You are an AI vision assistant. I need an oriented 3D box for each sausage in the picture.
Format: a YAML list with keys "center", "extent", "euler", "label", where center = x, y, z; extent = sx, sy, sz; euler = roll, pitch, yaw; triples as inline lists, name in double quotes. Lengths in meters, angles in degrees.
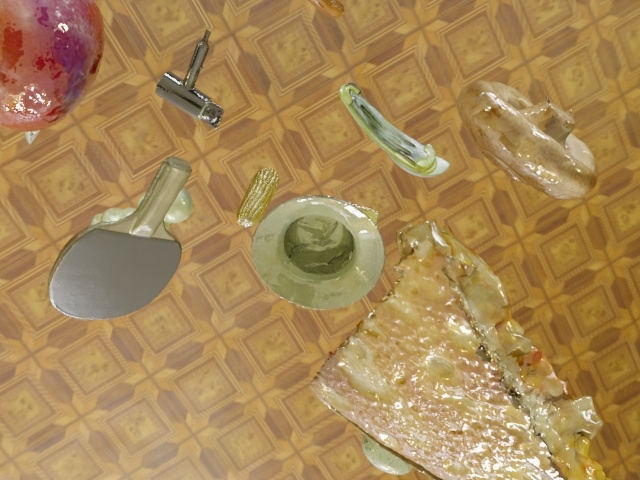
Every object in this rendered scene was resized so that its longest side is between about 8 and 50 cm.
- center: [0.007, -0.679, 1.584]
  extent: [0.183, 0.062, 0.054]
  euler: [6, 113, -51]
  label: "sausage"

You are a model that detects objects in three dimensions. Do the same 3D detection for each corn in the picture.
- center: [-0.178, -0.122, 1.592]
  extent: [0.080, 0.231, 0.080]
  euler: [10, 137, 10]
  label: "corn"

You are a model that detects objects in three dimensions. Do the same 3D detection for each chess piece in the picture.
- center: [-0.454, -0.061, 1.470]
  extent: [0.251, 0.144, 0.145]
  euler: [-27, 105, 7]
  label: "chess piece"

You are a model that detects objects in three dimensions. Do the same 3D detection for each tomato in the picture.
- center: [-0.503, -0.338, 1.044]
  extent: [0.176, 0.290, 0.335]
  euler: [40, 120, 0]
  label: "tomato"

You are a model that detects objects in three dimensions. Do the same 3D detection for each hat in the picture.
- center: [0.000, 0.000, 1.107]
  extent: [0.256, 0.130, 0.258]
  euler: [2, 120, 3]
  label: "hat"

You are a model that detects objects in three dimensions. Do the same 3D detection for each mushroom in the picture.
- center: [0.357, -0.177, 0.963]
  extent: [0.278, 0.278, 0.146]
  euler: [31, 122, -14]
  label: "mushroom"

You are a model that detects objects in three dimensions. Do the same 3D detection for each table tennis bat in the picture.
- center: [-0.213, 0.008, 0.628]
  extent: [0.138, 0.022, 0.247]
  euler: [10, 127, -43]
  label: "table tennis bat"

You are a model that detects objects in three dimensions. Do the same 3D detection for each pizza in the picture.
- center: [0.164, 0.145, 0.634]
  extent: [0.130, 0.439, 0.407]
  euler: [-40, 136, -38]
  label: "pizza"

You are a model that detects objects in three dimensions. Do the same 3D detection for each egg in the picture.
- center: [0.126, 0.385, 1.039]
  extent: [0.110, 0.085, 0.085]
  euler: [38, 95, 24]
  label: "egg"

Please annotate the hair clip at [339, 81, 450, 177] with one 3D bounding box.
- center: [0.096, -0.146, 0.774]
  extent: [0.188, 0.033, 0.060]
  euler: [40, 50, -6]
  label: "hair clip"

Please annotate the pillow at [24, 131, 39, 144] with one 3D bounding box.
- center: [-0.692, -0.361, 1.342]
  extent: [0.050, 0.148, 0.230]
  euler: [7, 62, -39]
  label: "pillow"

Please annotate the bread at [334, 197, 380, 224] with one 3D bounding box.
- center: [0.084, -0.050, 1.895]
  extent: [0.184, 0.234, 0.111]
  euler: [17, 76, 0]
  label: "bread"

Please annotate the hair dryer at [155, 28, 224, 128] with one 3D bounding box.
- center: [-0.328, -0.454, 1.539]
  extent: [0.195, 0.078, 0.248]
  euler: [32, 127, -2]
  label: "hair dryer"
